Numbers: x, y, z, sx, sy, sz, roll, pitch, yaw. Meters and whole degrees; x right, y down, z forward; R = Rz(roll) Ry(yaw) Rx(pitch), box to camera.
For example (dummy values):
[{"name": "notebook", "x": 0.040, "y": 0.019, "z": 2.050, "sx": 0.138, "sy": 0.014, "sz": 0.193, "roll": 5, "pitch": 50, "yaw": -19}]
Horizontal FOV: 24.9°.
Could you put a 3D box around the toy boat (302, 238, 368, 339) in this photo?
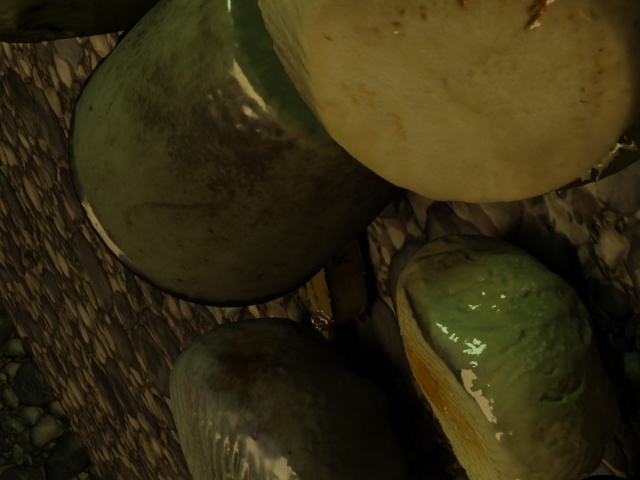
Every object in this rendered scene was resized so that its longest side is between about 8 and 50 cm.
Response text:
[{"name": "toy boat", "x": 0.000, "y": 0.000, "z": 1.557, "sx": 0.088, "sy": 0.068, "sz": 0.226, "roll": 35, "pitch": 144, "yaw": 57}]

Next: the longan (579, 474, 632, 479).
[{"name": "longan", "x": 0.251, "y": 0.291, "z": 1.243, "sx": 0.204, "sy": 0.159, "sz": 0.185, "roll": -141, "pitch": 43, "yaw": -79}]

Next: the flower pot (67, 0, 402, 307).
[{"name": "flower pot", "x": -0.035, "y": -0.122, "z": 1.273, "sx": 0.293, "sy": 0.293, "sz": 0.330, "roll": 62, "pitch": 149, "yaw": 4}]

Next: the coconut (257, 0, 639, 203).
[{"name": "coconut", "x": 0.112, "y": -0.191, "z": 0.877, "sx": 0.323, "sy": 0.323, "sz": 0.323, "roll": 45, "pitch": 150, "yaw": 35}]

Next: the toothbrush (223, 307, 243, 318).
[{"name": "toothbrush", "x": -0.082, "y": 0.020, "z": 1.787, "sx": 0.037, "sy": 0.028, "sz": 0.375, "roll": 65, "pitch": 157, "yaw": 16}]

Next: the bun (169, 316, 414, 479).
[{"name": "bun", "x": -0.027, "y": 0.250, "z": 1.685, "sx": 0.362, "sy": 0.211, "sz": 0.362, "roll": 45, "pitch": 153, "yaw": 31}]

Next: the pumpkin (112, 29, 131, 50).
[{"name": "pumpkin", "x": -0.130, "y": -0.141, "z": 1.560, "sx": 0.233, "sy": 0.163, "sz": 0.233, "roll": 48, "pitch": 154, "yaw": 33}]

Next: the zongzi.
[{"name": "zongzi", "x": -0.255, "y": -0.290, "z": 1.480, "sx": 0.360, "sy": 0.323, "sz": 0.160, "roll": 20, "pitch": 123, "yaw": 63}]

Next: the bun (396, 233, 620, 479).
[{"name": "bun", "x": 0.165, "y": 0.107, "z": 1.236, "sx": 0.244, "sy": 0.153, "sz": 0.244, "roll": 61, "pitch": 176, "yaw": 7}]
